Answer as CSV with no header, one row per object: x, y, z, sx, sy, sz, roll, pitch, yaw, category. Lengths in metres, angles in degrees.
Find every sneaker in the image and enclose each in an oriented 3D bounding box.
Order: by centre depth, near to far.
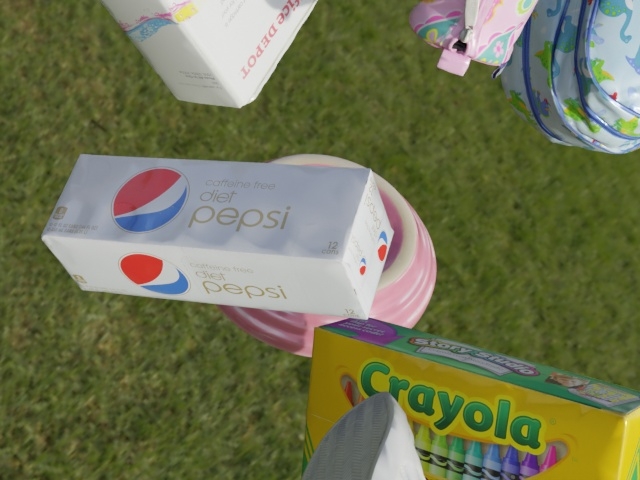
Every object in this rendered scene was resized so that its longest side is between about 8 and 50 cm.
0.069,0.261,0.893,0.169,0.108,0.292,47,20,-15,sneaker

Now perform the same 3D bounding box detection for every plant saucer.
0.000,0.000,1.438,0.332,0.084,0.332,8,49,-9,plant saucer

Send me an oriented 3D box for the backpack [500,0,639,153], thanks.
0.378,-0.289,1.380,0.290,0.356,0.273,24,10,-34,backpack

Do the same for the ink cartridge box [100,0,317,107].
-0.103,-0.234,0.872,0.154,0.093,0.212,-60,137,-21,ink cartridge box

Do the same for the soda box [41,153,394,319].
-0.068,-0.005,0.702,0.069,0.216,0.074,65,36,-50,soda box

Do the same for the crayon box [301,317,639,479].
0.149,0.274,1.145,0.106,0.363,0.313,-13,111,-53,crayon box

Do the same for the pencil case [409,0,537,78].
0.185,-0.302,1.034,0.124,0.284,0.124,18,32,-12,pencil case
